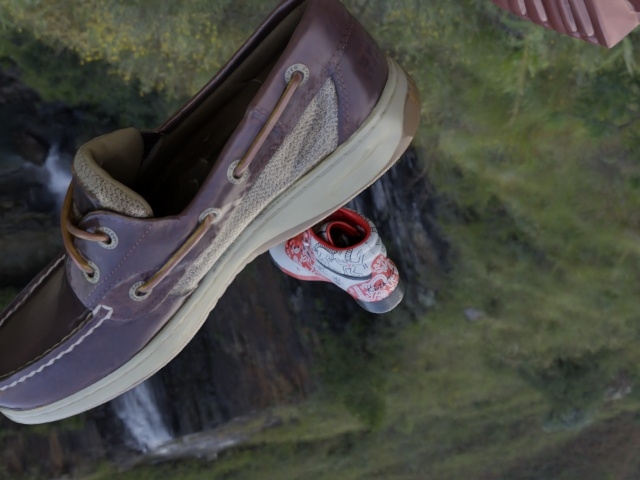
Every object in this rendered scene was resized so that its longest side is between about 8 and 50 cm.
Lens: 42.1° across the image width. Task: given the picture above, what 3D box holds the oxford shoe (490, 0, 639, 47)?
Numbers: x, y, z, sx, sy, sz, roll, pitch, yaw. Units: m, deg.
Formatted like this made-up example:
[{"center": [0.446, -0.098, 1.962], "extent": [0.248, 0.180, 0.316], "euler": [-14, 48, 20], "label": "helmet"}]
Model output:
[{"center": [0.230, -0.149, 0.376], "extent": [0.146, 0.397, 0.140], "euler": [-56, 149, -2], "label": "oxford shoe"}]

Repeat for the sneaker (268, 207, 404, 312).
[{"center": [0.001, -0.001, 1.215], "extent": [0.090, 0.270, 0.145], "euler": [-44, 132, -20], "label": "sneaker"}]

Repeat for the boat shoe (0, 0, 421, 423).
[{"center": [-0.104, -0.020, 0.505], "extent": [0.342, 0.123, 0.123], "euler": [-36, 133, 13], "label": "boat shoe"}]
